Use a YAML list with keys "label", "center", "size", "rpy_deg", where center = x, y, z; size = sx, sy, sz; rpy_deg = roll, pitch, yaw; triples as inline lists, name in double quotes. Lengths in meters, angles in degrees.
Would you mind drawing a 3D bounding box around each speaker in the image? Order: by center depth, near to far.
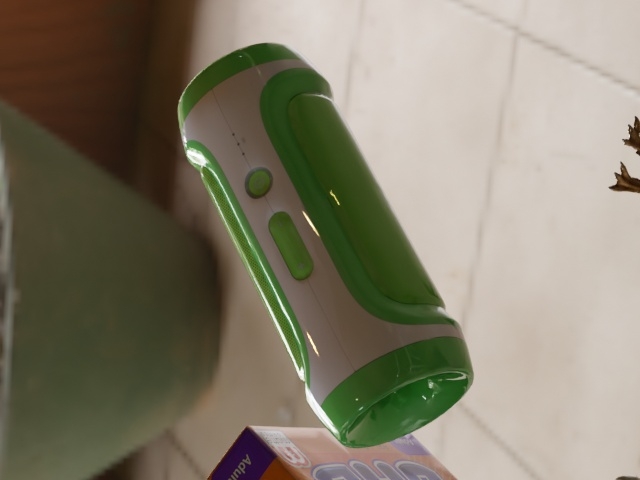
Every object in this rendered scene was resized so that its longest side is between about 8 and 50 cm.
- label: "speaker"
  center: [0.000, 0.000, 1.430]
  size: [0.296, 0.131, 0.131]
  rpy_deg: [63, 146, 24]

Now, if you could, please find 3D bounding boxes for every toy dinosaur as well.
- label: "toy dinosaur"
  center: [0.309, -0.050, 1.634]
  size: [0.112, 0.211, 0.064]
  rpy_deg: [19, 71, 30]

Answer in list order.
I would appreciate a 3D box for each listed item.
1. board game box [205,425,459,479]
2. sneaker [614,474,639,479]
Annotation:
- label: "board game box"
  center: [0.026, 0.449, 2.090]
  size: [0.356, 0.356, 0.356]
  rpy_deg: [43, 107, 27]
- label: "sneaker"
  center: [0.360, 0.354, 2.229]
  size: [0.232, 0.090, 0.115]
  rpy_deg: [97, 156, -44]
